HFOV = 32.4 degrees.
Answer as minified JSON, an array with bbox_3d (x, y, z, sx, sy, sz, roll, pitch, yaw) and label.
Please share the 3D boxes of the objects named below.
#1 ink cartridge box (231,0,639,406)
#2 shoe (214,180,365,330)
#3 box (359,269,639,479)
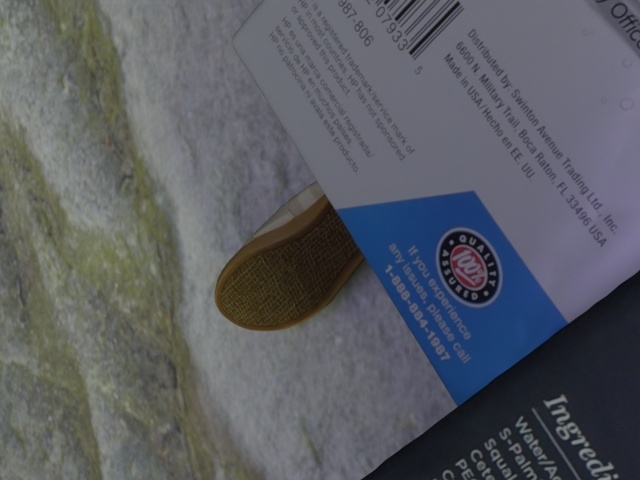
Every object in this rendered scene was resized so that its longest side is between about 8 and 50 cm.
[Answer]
[{"bbox_3d":[0.177,-0.134,0.605,0.395,0.166,0.285,-44,67,32],"label":"ink cartridge box"},{"bbox_3d":[0.000,0.000,0.830,0.076,0.058,0.219,44,128,-10],"label":"shoe"},{"bbox_3d":[0.170,0.162,0.559,0.395,0.293,0.212,-45,68,32],"label":"box"}]
